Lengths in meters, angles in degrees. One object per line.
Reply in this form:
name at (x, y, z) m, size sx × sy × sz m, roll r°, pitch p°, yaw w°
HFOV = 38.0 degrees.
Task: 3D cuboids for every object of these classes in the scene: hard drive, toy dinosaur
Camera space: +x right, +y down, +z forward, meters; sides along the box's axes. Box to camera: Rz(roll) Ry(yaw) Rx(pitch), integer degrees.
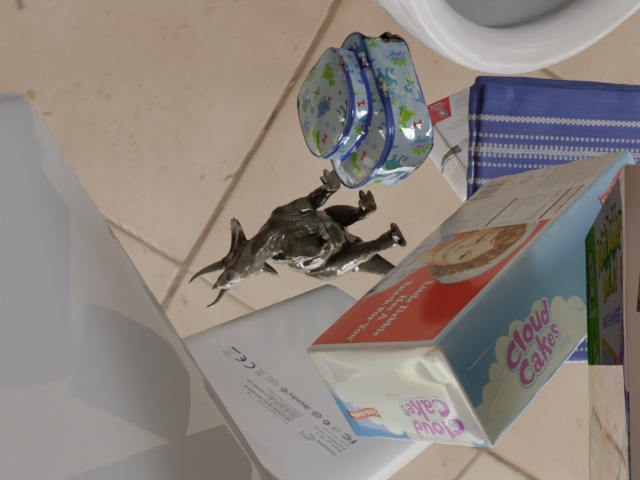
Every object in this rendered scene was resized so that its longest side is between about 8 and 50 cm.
hard drive at (-0.003, 0.153, 0.956) m, size 0.233 × 0.353 × 0.047 m, roll 33°, pitch 115°, yaw 23°
toy dinosaur at (0.000, 0.000, 1.155) m, size 0.160 × 0.314 × 0.121 m, roll -26°, pitch 70°, yaw 40°

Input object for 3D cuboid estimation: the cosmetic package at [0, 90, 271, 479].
cosmetic package at (-0.159, 0.175, 0.517) m, size 0.230 × 0.161 × 0.453 m, roll -31°, pitch 92°, yaw 32°

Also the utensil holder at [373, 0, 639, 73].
utensil holder at (0.019, -0.319, 0.490) m, size 0.385 × 0.328 × 0.327 m, roll 40°, pitch 120°, yaw 32°

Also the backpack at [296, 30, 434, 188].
backpack at (0.034, -0.102, 0.774) m, size 0.105 × 0.084 × 0.114 m, roll -47°, pitch 56°, yaw 52°

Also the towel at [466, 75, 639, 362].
towel at (0.279, -0.021, 1.096) m, size 0.243 × 0.040 × 0.335 m, roll 0°, pitch 98°, yaw -13°

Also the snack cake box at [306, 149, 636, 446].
snack cake box at (0.134, 0.040, 0.726) m, size 0.152 × 0.264 × 0.089 m, roll -9°, pitch 115°, yaw 53°

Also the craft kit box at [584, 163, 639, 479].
craft kit box at (0.174, 0.103, 0.487) m, size 0.061 × 0.250 × 0.246 m, roll 2°, pitch 83°, yaw 12°

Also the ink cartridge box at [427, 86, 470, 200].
ink cartridge box at (0.207, -0.137, 1.315) m, size 0.135 × 0.099 × 0.056 m, roll 57°, pitch 151°, yaw 13°
